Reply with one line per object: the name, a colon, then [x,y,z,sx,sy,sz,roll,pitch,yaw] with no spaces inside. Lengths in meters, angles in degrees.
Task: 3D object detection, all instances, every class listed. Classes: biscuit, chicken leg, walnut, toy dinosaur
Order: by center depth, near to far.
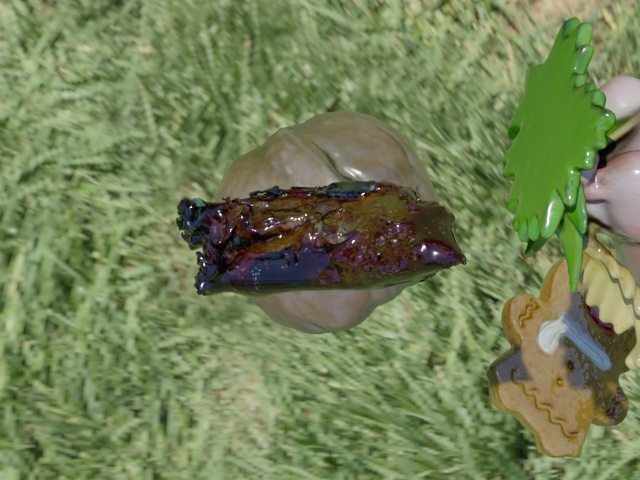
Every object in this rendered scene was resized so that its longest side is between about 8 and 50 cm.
toy dinosaur: [0.197,-0.045,0.871,0.177,0.152,0.194,18,119,-15]
chicken leg: [0.000,0.000,1.023,0.234,0.105,0.063,-2,123,28]
biscuit: [0.276,0.110,1.726,0.184,0.035,0.249,47,59,-12]
walnut: [0.007,-0.024,1.788,0.248,0.248,0.248,-2,82,14]
